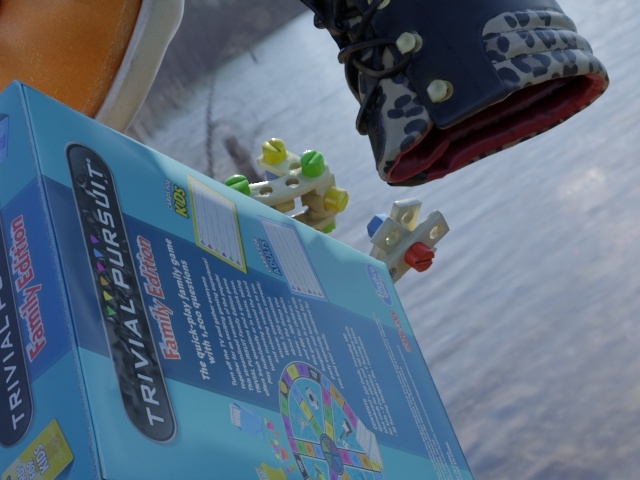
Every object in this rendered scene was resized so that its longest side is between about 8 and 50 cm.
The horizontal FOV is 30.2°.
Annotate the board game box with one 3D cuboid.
[{"bbox_3d":[-0.049,0.080,0.698,0.079,0.336,0.254,-39,50,23],"label":"board game box"}]

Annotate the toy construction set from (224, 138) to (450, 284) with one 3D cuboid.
[{"bbox_3d":[0.000,0.000,1.391,0.215,0.151,0.327,-31,34,-22],"label":"toy construction set"}]

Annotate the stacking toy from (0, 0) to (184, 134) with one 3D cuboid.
[{"bbox_3d":[-0.389,-0.270,1.074,0.479,0.351,0.350,15,-27,-31],"label":"stacking toy"}]

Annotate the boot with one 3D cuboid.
[{"bbox_3d":[0.001,-0.174,0.814,0.377,0.284,0.138,-18,-18,-27],"label":"boot"}]
